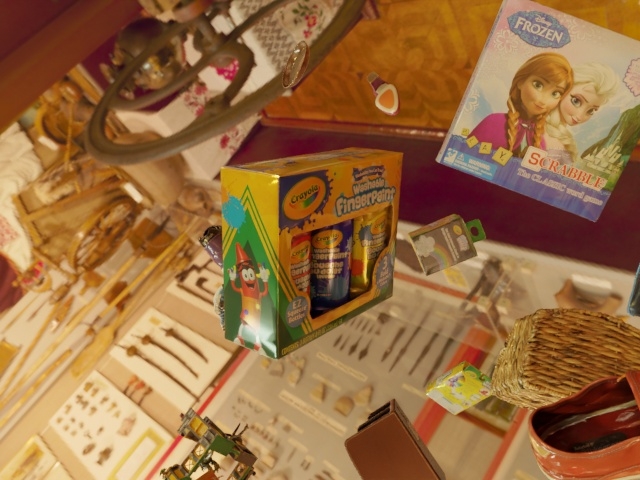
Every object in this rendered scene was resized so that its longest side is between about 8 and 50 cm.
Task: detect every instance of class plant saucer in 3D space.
[{"bbox_3d":[-0.079,-0.593,1.877,0.029,0.168,0.168,17,169,-26],"label":"plant saucer"}]

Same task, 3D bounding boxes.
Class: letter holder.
[{"bbox_3d":[0.238,0.718,1.808,0.301,0.215,0.152,56,-174,6],"label":"letter holder"}]

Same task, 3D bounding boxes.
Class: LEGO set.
[{"bbox_3d":[-0.371,0.686,1.763,0.192,0.254,0.331,25,171,42],"label":"LEGO set"}]

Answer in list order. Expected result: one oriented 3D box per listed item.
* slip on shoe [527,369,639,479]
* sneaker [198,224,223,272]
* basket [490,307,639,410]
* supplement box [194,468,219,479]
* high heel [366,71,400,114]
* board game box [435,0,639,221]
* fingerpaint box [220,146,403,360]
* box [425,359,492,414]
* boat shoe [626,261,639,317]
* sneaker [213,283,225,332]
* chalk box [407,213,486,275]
[{"bbox_3d":[0.395,0.193,0.629,0.332,0.123,0.101,-29,120,25],"label":"slip on shoe"},{"bbox_3d":[-0.232,0.005,1.411,0.124,0.107,0.283,44,180,-1],"label":"sneaker"},{"bbox_3d":[0.561,0.278,1.223,0.300,0.213,0.223,17,159,5],"label":"basket"},{"bbox_3d":[-0.280,0.540,1.076,0.078,0.080,0.233,49,-161,13],"label":"supplement box"},{"bbox_3d":[0.222,-0.447,1.779,0.117,0.082,0.244,38,-164,-39],"label":"high heel"},{"bbox_3d":[0.424,-0.237,1.018,0.319,0.317,0.066,20,-166,0],"label":"board game box"},{"bbox_3d":[0.000,0.000,1.222,0.163,0.445,0.370,14,110,36],"label":"fingerpaint box"},{"bbox_3d":[0.368,0.379,1.434,0.105,0.043,0.179,36,134,-5],"label":"box"},{"bbox_3d":[1.069,0.127,1.789,0.089,0.258,0.109,15,-171,31],"label":"boat shoe"},{"bbox_3d":[-0.241,0.157,1.404,0.190,0.072,0.082,96,155,-50],"label":"sneaker"},{"bbox_3d":[0.393,0.002,1.695,0.132,0.213,0.132,-58,-55,-81],"label":"chalk box"}]
